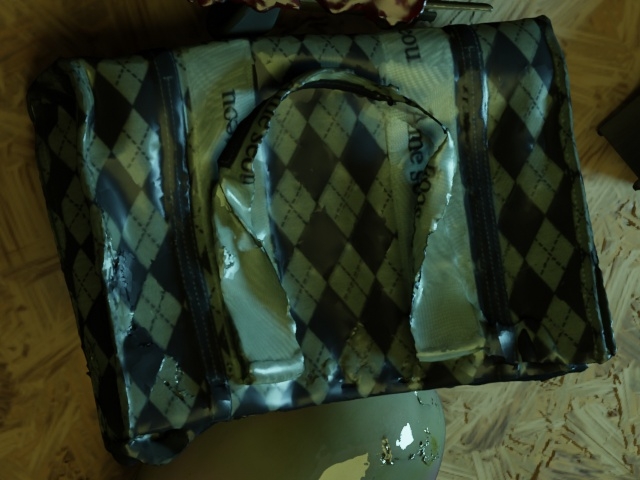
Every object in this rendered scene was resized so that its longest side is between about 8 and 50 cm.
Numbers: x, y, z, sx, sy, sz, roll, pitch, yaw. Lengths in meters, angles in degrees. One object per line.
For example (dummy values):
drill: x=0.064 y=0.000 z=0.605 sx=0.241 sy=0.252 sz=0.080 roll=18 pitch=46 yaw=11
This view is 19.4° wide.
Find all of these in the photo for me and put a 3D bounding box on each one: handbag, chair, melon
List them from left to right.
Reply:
melon: x=-0.029 y=0.200 z=1.603 sx=0.317 sy=0.223 sz=0.223 roll=-47 pitch=125 yaw=7
handbag: x=0.000 y=0.000 z=1.463 sx=0.416 sy=0.180 sz=0.317 roll=-6 pitch=81 yaw=-19
chair: x=0.016 y=-0.211 z=1.471 sx=0.221 sy=0.104 sz=0.095 roll=-7 pitch=91 yaw=-24

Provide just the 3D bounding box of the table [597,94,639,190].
table: x=0.371 y=-0.116 z=1.642 sx=0.226 sy=0.167 sz=0.167 roll=-40 pitch=126 yaw=14

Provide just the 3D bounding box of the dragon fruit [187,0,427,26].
dragon fruit: x=-0.069 y=-0.303 z=1.354 sx=0.343 sy=0.100 sz=0.282 roll=9 pitch=99 yaw=-7
